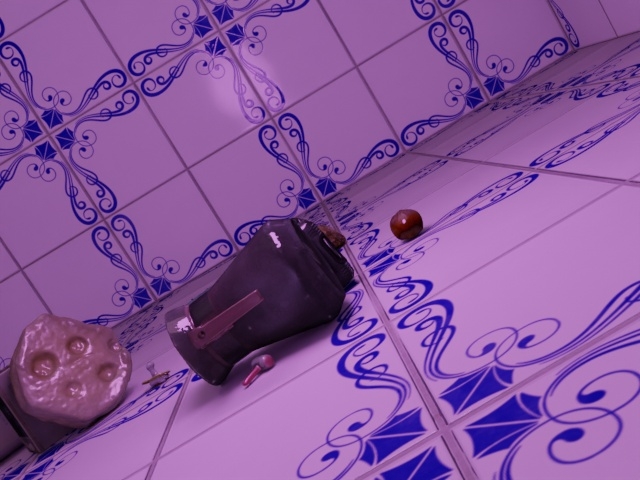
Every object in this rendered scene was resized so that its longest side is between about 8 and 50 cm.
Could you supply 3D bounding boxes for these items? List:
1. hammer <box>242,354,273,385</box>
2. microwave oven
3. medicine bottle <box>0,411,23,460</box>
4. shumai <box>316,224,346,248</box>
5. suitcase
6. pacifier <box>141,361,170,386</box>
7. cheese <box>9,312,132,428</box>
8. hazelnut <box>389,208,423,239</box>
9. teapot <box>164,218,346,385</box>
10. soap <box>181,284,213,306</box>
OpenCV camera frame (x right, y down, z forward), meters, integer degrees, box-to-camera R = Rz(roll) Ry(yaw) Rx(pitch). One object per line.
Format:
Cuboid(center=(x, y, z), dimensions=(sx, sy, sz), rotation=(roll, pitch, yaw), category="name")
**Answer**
Cuboid(center=(-0.132, 0.265, 1.507), dimensions=(0.052, 0.031, 0.083), rotation=(-28, 14, 46), category="hammer")
Cuboid(center=(-0.790, 0.440, 2.077), dimensions=(0.194, 0.240, 0.145), rotation=(-38, 10, -37), category="microwave oven")
Cuboid(center=(-0.926, 0.509, 2.266), dimensions=(0.379, 0.213, 0.213), rotation=(-35, 9, -30), category="medicine bottle")
Cuboid(center=(0.010, 0.005, 2.356), dimensions=(0.139, 0.105, 0.123), rotation=(-6, -10, -32), category="shumai")
Cuboid(center=(-0.039, 0.048, 1.874), dimensions=(0.128, 0.202, 0.312), rotation=(-43, 11, -8), category="suitcase")
Cuboid(center=(-0.439, 0.351, 1.972), dimensions=(0.083, 0.064, 0.068), rotation=(-29, -9, 14), category="pacifier")
Cuboid(center=(-0.673, 0.342, 1.998), dimensions=(0.318, 0.326, 0.115), rotation=(-25, -12, -41), category="cheese")
Cuboid(center=(0.219, -0.041, 1.892), dimensions=(0.086, 0.086, 0.086), rotation=(-30, 8, 5), category="hazelnut")
Cuboid(center=(-0.141, 0.136, 1.575), dimensions=(0.344, 0.253, 0.300), rotation=(-37, -6, 5), category="teapot")
Cuboid(center=(-0.358, 0.210, 2.427), dimensions=(0.145, 0.091, 0.230), rotation=(-25, 9, 39), category="soap")
